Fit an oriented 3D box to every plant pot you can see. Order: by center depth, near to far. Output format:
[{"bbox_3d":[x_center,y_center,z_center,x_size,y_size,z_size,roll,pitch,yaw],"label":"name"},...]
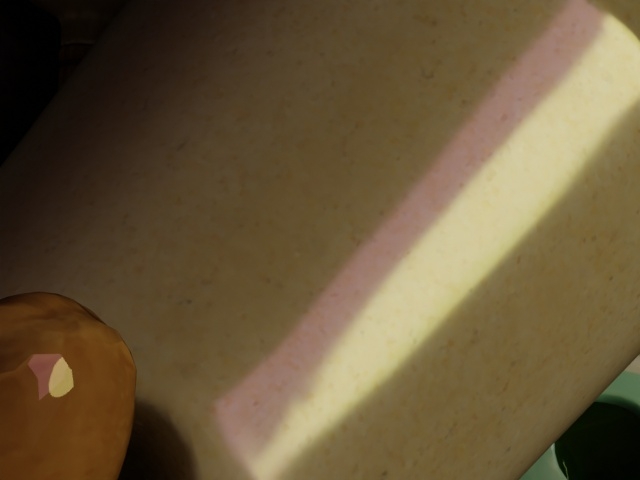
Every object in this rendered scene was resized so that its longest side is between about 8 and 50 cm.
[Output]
[{"bbox_3d":[0.000,0.000,0.672,0.305,0.334,0.334,-49,118,-26],"label":"plant pot"}]

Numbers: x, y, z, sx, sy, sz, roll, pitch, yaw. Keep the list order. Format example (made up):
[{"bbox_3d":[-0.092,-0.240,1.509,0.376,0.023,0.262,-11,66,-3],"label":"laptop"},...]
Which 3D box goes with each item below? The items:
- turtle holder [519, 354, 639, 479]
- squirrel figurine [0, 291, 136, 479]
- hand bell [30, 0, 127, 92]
[{"bbox_3d":[0.141,0.118,0.915,0.243,0.227,0.320,51,43,-29],"label":"turtle holder"},{"bbox_3d":[-0.222,0.128,0.409,0.397,0.281,0.370,-44,148,-13],"label":"squirrel figurine"},{"bbox_3d":[-0.119,-0.082,0.790,0.126,0.126,0.242,17,73,-51],"label":"hand bell"}]
